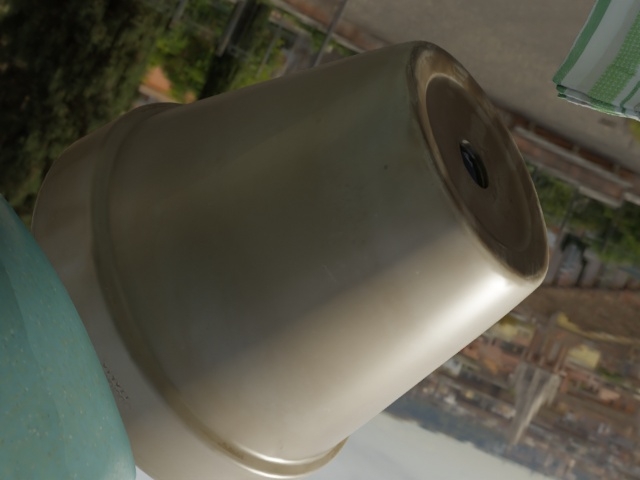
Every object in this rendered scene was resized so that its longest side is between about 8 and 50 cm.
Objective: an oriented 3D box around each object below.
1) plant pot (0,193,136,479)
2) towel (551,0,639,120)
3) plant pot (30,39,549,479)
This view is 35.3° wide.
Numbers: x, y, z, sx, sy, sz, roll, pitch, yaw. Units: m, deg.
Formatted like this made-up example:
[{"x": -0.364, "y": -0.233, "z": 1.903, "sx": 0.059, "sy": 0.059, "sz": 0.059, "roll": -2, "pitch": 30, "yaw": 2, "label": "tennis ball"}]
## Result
[{"x": -0.183, "y": 0.091, "z": 0.354, "sx": 0.195, "sy": 0.290, "sz": 0.290, "roll": 32, "pitch": 173, "yaw": -1, "label": "plant pot"}, {"x": 0.214, "y": -0.129, "z": 0.633, "sx": 0.023, "sy": 0.113, "sz": 0.152, "roll": 21, "pitch": -170, "yaw": -25, "label": "towel"}, {"x": 0.000, "y": 0.000, "z": 0.749, "sx": 0.280, "sy": 0.323, "sz": 0.323, "roll": -27, "pitch": 143, "yaw": 29, "label": "plant pot"}]
